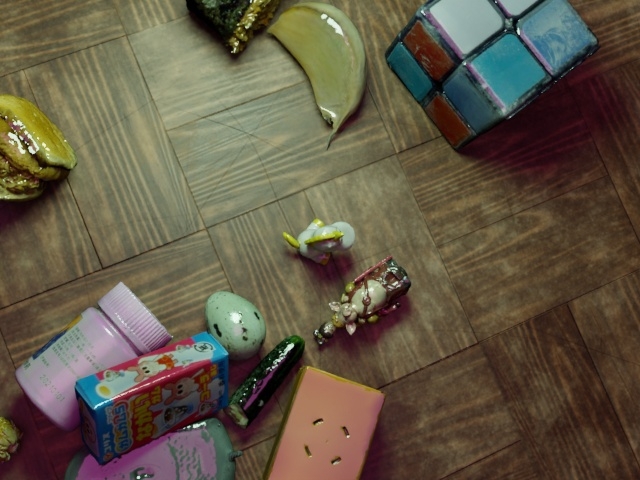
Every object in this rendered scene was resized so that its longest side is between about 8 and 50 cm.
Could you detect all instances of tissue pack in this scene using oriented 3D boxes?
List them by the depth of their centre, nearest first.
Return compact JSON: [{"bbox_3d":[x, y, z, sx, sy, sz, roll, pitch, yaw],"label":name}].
[{"bbox_3d":[0.000,0.434,1.717,0.194,0.145,0.274,21,78,-7],"label":"tissue pack"}]

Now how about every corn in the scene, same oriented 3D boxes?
[{"bbox_3d":[-0.751,0.379,1.633,0.260,0.091,0.091,28,61,0],"label":"corn"}]

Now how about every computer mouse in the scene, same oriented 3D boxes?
[{"bbox_3d":[-0.350,0.490,1.664,0.371,0.122,0.188,-8,76,-14],"label":"computer mouse"}]

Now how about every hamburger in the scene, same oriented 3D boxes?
[{"bbox_3d":[-0.656,-0.197,1.672,0.163,0.244,0.244,-39,89,9],"label":"hamburger"}]

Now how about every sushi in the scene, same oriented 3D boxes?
[{"bbox_3d":[-0.156,-0.626,1.810,0.207,0.234,0.348,38,101,-5],"label":"sushi"}]

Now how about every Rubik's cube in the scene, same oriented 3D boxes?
[{"bbox_3d":[0.386,-0.444,1.821,0.316,0.313,0.318,-37,90,-12],"label":"Rubik's cube"}]

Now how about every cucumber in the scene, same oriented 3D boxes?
[{"bbox_3d":[-0.122,0.308,1.753,0.074,0.074,0.241,40,75,-2],"label":"cucumber"}]

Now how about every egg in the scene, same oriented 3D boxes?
[{"bbox_3d":[-0.196,0.189,1.731,0.131,0.131,0.164,-40,76,-12],"label":"egg"}]

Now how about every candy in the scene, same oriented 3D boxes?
[{"bbox_3d":[-0.342,0.321,1.617,0.306,0.100,0.157,-18,128,-33],"label":"candy"}]

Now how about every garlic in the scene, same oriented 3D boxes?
[{"bbox_3d":[0.027,-0.414,1.870,0.196,0.151,0.338,-26,94,15],"label":"garlic"}]

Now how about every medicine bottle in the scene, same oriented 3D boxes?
[{"bbox_3d":[-0.476,0.243,1.651,0.291,0.178,0.178,-43,90,-13],"label":"medicine bottle"}]

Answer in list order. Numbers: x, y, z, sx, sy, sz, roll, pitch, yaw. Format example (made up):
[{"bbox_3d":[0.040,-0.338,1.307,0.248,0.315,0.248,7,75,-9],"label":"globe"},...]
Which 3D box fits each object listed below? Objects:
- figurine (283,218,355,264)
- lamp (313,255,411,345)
[{"bbox_3d":[0.008,0.000,1.770,0.130,0.178,0.109,1,86,-37],"label":"figurine"},{"bbox_3d":[0.090,0.145,1.790,0.253,0.118,0.118,-33,88,-13],"label":"lamp"}]
